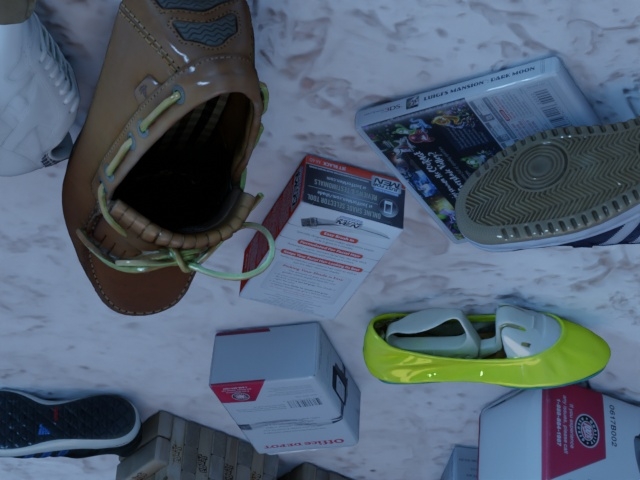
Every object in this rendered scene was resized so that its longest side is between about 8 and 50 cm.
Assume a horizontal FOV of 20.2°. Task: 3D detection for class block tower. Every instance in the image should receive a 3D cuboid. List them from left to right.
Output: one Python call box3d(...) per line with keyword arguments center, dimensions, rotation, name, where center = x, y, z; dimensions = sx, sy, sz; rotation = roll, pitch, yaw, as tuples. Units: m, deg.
box3d(center=(-0.059, 0.291, 1.970), dimensions=(0.335, 0.091, 0.097), rotation=(23, 144, -26), name="block tower")

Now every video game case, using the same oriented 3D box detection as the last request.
box3d(center=(0.147, -0.068, 1.451), dimensions=(0.173, 0.022, 0.190), rotation=(-14, 144, 25), name="video game case")

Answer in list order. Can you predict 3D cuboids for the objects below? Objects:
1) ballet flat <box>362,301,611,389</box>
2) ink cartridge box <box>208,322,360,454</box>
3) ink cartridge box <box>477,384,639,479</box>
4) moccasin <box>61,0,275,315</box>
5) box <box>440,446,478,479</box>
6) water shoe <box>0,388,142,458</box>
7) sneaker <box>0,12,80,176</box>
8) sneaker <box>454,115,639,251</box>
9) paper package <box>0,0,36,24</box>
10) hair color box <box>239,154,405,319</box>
box3d(center=(0.150, 0.093, 1.662), dimensions=(0.231, 0.077, 0.077), rotation=(-2, 131, 12), name="ballet flat")
box3d(center=(-0.032, 0.147, 1.766), dimensions=(0.109, 0.063, 0.150), rotation=(-7, 146, 15), name="ink cartridge box")
box3d(center=(0.312, 0.292, 1.810), dimensions=(0.306, 0.226, 0.131), rotation=(18, 146, -24), name="ink cartridge box")
box3d(center=(-0.111, -0.042, 1.389), dimensions=(0.139, 0.147, 0.380), rotation=(-7, 151, -26), name="moccasin")
box3d(center=(0.193, 0.289, 1.959), dimensions=(0.126, 0.072, 0.137), rotation=(7, 148, -4), name="box")
box3d(center=(-0.287, 0.204, 1.871), dimensions=(0.203, 0.073, 0.080), rotation=(2, 150, 4), name="water shoe")
box3d(center=(-0.228, -0.129, 1.351), dimensions=(0.095, 0.090, 0.235), rotation=(-4, 153, -12), name="sneaker")
box3d(center=(0.255, -0.028, 1.402), dimensions=(0.282, 0.099, 0.153), rotation=(-20, 144, 10), name="sneaker")
box3d(center=(-0.294, -0.273, 0.905), dimensions=(0.325, 0.309, 0.168), rotation=(1, 150, 5), name="paper package")
box3d(center=(0.000, 0.000, 1.543), dimensions=(0.093, 0.053, 0.167), rotation=(15, 147, -15), name="hair color box")
